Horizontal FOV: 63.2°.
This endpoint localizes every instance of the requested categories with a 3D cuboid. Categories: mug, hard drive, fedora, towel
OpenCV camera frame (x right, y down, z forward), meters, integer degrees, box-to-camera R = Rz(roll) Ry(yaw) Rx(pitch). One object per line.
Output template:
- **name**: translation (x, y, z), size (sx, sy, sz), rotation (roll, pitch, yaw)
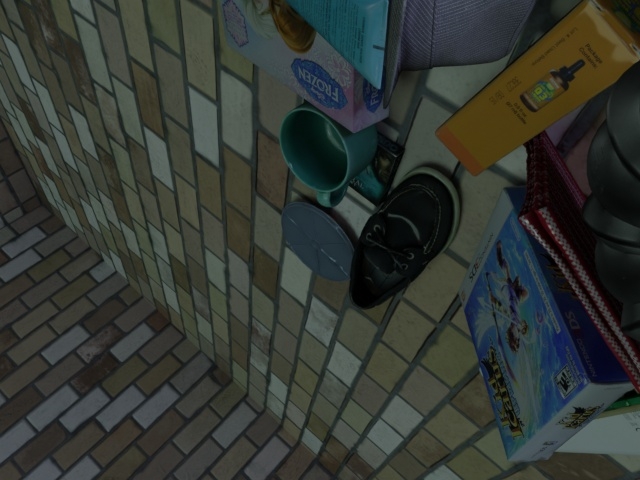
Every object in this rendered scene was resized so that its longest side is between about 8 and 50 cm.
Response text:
- **mug**: translation (0.014, -0.142, 0.773), size (0.129, 0.097, 0.157), rotation (44, 143, 8)
- **hard drive**: translation (0.422, 0.252, 0.817), size (0.203, 0.040, 0.307), rotation (49, 150, -2)
- **fedora**: translation (0.132, -0.257, 0.473), size (0.124, 0.243, 0.275), rotation (7, 126, 10)
- **towel**: translation (0.263, -0.001, 0.531), size (0.031, 0.275, 0.199), rotation (-31, 100, 31)

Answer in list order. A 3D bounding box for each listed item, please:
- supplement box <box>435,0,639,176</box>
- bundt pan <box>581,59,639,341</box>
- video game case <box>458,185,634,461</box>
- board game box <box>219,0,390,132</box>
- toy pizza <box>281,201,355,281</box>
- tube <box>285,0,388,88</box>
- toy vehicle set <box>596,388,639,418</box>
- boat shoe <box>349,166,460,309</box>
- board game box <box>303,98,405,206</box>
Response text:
- **supplement box**: translation (0.229, -0.162, 0.555), size (0.078, 0.080, 0.233), rotation (48, 151, -2)
- **bundt pan**: translation (0.272, 0.011, 0.287), size (0.331, 0.124, 0.330), rotation (159, 90, -87)
- **video game case**: translation (0.264, 0.109, 0.670), size (0.061, 0.269, 0.244), rotation (-3, 141, -4)
- **board game box**: translation (-0.036, -0.341, 0.633), size (0.319, 0.066, 0.318), rotation (43, 152, 35)
- **toy pizza**: translation (0.000, 0.000, 1.073), size (0.201, 0.032, 0.201), rotation (31, 145, 25)
- **tube**: translation (0.002, -0.229, 0.491), size (0.207, 0.052, 0.080), rotation (56, 164, 34)
- **toy vehicle set**: translation (0.372, 0.151, 0.706), size (0.166, 0.035, 0.267), rotation (61, 149, 15)
- **boat shoe**: translation (0.117, 0.018, 0.864), size (0.127, 0.113, 0.340), rotation (43, 149, 9)
- **board game box**: translation (0.042, -0.151, 0.852), size (0.186, 0.026, 0.126), rotation (38, 148, 16)
